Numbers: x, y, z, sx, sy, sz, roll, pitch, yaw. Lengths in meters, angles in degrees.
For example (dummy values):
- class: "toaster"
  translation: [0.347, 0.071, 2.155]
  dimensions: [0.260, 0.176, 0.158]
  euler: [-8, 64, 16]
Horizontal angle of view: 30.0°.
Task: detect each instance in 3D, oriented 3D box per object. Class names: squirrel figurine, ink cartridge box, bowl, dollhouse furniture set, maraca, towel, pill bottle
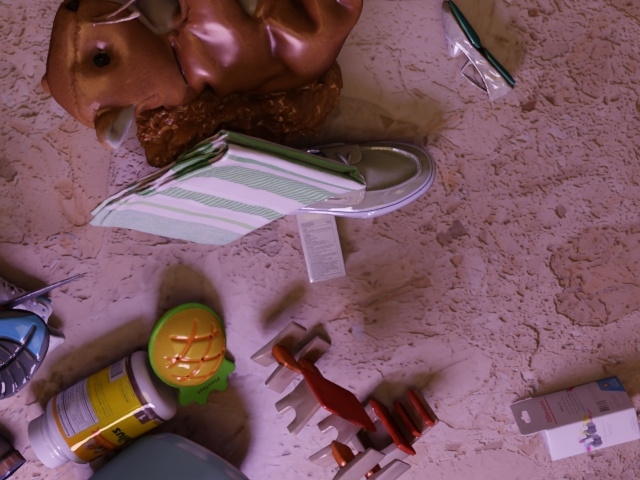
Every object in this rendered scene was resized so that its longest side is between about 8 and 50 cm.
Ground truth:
- class: "squirrel figurine"
  translation: [-0.159, -0.222, 1.529]
  dimensions: [0.370, 0.281, 0.397]
  euler: [-35, 142, -22]
- class: "ink cartridge box"
  translation: [0.402, 0.287, 1.894]
  dimensions: [0.181, 0.104, 0.061]
  euler: [-15, 111, 3]
- class: "bowl"
  translation: [-0.214, 0.408, 1.827]
  dimensions: [0.311, 0.311, 0.163]
  euler: [38, 66, -16]
- class: "dollhouse furniture set"
  translation: [0.055, 0.256, 1.797]
  dimensions: [0.135, 0.262, 0.259]
  euler: [-42, 142, 10]
- class: "maraca"
  translation: [-0.194, 0.174, 1.815]
  dimensions: [0.127, 0.099, 0.186]
  euler: [-33, 127, -16]
- class: "towel"
  translation: [-0.128, -0.058, 1.604]
  dimensions: [0.248, 0.038, 0.325]
  euler: [11, 157, -39]
- class: "pill bottle"
  translation: [-0.336, 0.265, 1.829]
  dimensions: [0.215, 0.117, 0.117]
  euler: [-28, 111, 8]

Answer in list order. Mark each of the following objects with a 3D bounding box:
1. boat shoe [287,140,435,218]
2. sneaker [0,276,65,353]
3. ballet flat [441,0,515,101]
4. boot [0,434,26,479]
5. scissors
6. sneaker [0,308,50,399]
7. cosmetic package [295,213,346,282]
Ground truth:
- class: "boat shoe"
  translation: [0.016, -0.087, 1.707]
  dimensions: [0.302, 0.094, 0.109]
  euler: [-8, 77, 1]
- class: "sneaker"
  translation: [-0.450, 0.095, 1.788]
  dimensions: [0.083, 0.071, 0.191]
  euler: [-29, 119, 1]
- class: "ballet flat"
  translation: [0.211, -0.264, 1.691]
  dimensions: [0.052, 0.057, 0.168]
  euler: [-35, 110, 20]
- class: "boot"
  translation: [-0.572, 0.370, 1.893]
  dimensions: [0.219, 0.082, 0.106]
  euler: [-39, 87, 15]
- class: "scissors"
  translation: [-0.483, 0.109, 1.732]
  dimensions: [0.297, 0.021, 0.109]
  euler: [-16, 145, -20]
- class: "sneaker"
  translation: [-0.488, 0.174, 1.721]
  dimensions: [0.341, 0.139, 0.125]
  euler: [-35, 100, 36]
- class: "cosmetic package"
  translation: [0.000, 0.000, 1.787]
  dimensions: [0.060, 0.041, 0.115]
  euler: [-10, 112, 0]
